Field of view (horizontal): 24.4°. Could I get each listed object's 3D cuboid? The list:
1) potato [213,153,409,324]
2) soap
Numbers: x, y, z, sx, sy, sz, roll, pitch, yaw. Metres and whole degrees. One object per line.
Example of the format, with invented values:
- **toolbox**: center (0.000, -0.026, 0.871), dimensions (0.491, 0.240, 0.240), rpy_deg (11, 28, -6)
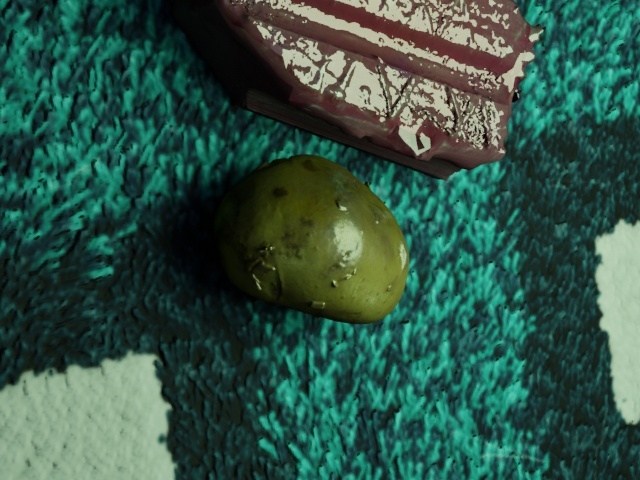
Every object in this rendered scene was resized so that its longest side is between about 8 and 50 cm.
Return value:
- **potato**: center (0.000, 0.000, 1.220), dimensions (0.176, 0.137, 0.137), rpy_deg (11, 84, -34)
- **soap**: center (0.022, -0.189, 1.232), dimensions (0.325, 0.127, 0.220), rpy_deg (18, 80, -30)
